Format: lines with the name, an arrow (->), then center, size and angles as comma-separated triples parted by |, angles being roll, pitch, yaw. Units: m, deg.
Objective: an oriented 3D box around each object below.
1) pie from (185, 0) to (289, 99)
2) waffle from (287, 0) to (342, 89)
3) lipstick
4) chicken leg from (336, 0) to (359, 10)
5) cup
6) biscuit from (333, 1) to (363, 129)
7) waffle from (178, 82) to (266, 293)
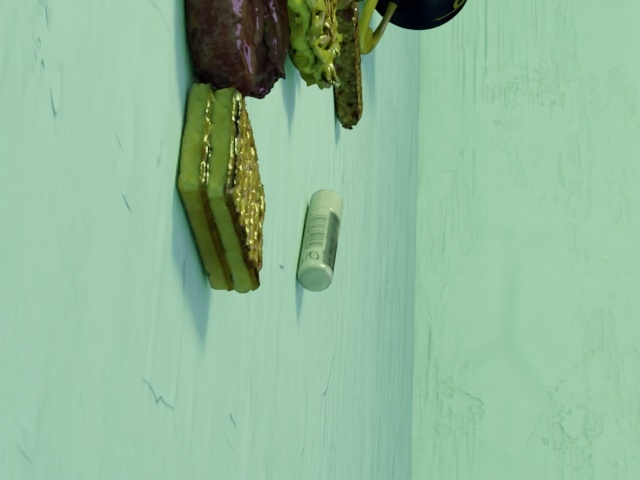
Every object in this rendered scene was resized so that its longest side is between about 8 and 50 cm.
pie -> -0.064, -0.202, 1.324 | 0.218, 0.054, 0.204 | 33, 57, -79
waffle -> -0.009, -0.295, 1.779 | 0.254, 0.052, 0.245 | -85, 170, -46
lipstick -> 0.000, 0.000, 1.865 | 0.141, 0.040, 0.040 | -82, 169, -52
chicken leg -> 0.050, -0.473, 2.007 | 0.295, 0.182, 0.409 | 36, 69, -70
cup -> 0.108, -0.405, 2.508 | 0.178, 0.255, 0.256 | 52, -7, 17
biscuit -> 0.033, -0.242, 2.178 | 0.064, 0.034, 0.199 | -75, 163, -65
waffle -> -0.071, -0.037, 1.278 | 0.148, 0.042, 0.102 | 78, 12, -57
